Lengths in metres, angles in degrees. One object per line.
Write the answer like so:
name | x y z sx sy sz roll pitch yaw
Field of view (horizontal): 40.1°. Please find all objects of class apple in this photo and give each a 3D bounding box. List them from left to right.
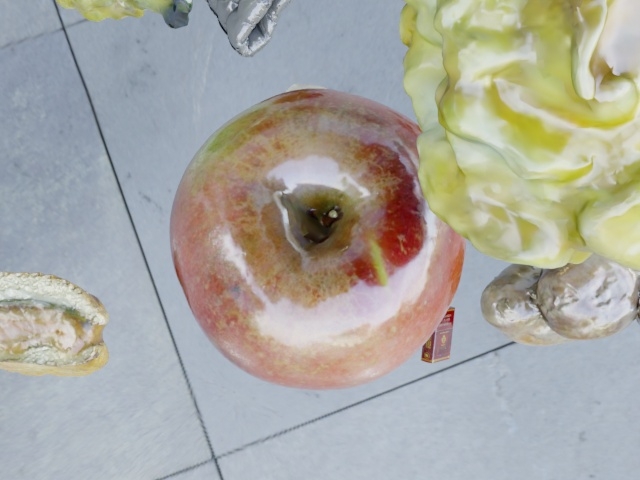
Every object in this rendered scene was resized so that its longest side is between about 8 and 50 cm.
apple | 0.000 0.000 1.003 0.348 0.277 0.349 2 73 -6

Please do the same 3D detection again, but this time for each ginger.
ginger | 0.384 0.086 1.292 0.244 0.304 0.155 8 85 -24

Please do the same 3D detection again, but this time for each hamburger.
hamburger | -0.525 0.156 1.571 0.329 0.209 0.162 2 75 3

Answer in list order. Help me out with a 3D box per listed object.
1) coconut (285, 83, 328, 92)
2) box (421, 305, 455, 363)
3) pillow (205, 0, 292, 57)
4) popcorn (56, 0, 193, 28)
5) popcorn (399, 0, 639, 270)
coconut | -0.022 -0.266 1.942 0.170 0.183 0.171 24 47 -29
box | 0.178 0.141 1.323 0.023 0.051 0.082 11 99 39
pillow | -0.112 -0.556 1.766 0.326 0.101 0.228 -44 62 28
popcorn | -0.289 -0.438 1.148 0.293 0.293 0.237 20 58 -2
popcorn | 0.216 -0.147 0.724 0.292 0.334 0.294 -6 39 -12
